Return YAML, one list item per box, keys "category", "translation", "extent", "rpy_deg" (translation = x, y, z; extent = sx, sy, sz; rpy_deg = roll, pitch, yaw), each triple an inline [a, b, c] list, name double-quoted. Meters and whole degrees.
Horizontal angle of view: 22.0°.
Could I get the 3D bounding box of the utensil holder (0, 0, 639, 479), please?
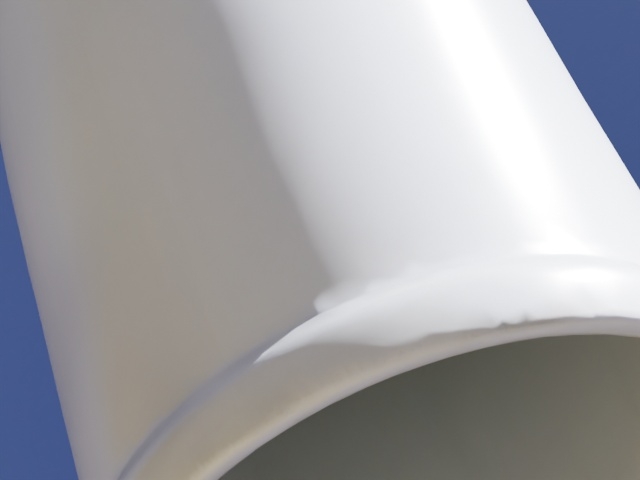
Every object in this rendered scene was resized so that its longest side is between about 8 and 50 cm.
- category: "utensil holder"
  translation: [0.000, 0.000, 0.874]
  extent: [0.327, 0.328, 0.385]
  rpy_deg: [-51, -135, 33]
